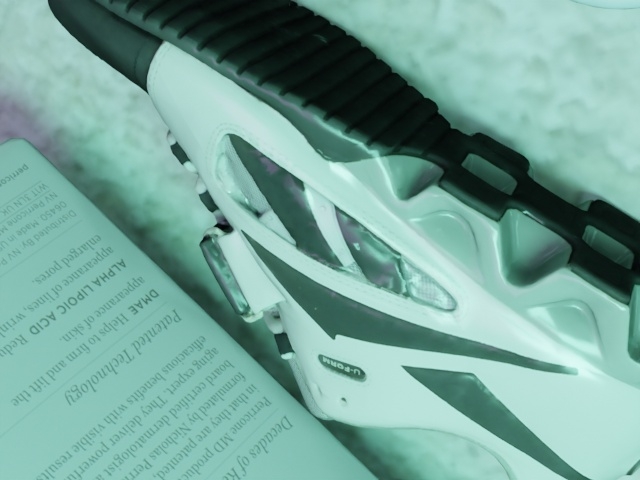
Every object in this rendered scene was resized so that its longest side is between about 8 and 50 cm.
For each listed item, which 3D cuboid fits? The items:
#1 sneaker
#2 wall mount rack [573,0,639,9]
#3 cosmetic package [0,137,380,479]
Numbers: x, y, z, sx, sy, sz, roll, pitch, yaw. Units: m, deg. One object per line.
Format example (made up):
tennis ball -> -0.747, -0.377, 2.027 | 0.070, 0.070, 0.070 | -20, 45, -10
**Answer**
sneaker -> 0.000, 0.000, 0.613 | 0.330, 0.122, 0.146 | 37, 116, 10
wall mount rack -> 0.202, -0.198, 0.456 | 0.304, 0.130, 0.350 | 22, 117, -3
cosmetic package -> -0.085, 0.169, 0.665 | 0.385, 0.156, 0.217 | 44, 136, 3
